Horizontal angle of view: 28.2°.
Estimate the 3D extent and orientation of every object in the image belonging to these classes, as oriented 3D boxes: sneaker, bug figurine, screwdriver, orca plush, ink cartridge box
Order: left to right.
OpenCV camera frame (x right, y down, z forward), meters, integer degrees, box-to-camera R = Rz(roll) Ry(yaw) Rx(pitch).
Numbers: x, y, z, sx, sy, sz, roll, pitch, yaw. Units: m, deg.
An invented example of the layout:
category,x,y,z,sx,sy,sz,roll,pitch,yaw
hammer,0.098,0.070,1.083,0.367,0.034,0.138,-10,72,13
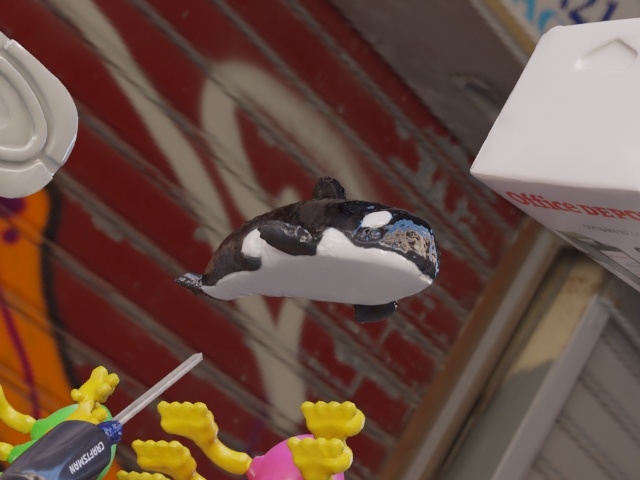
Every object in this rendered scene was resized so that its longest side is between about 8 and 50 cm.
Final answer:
category,x,y,z,sx,sy,sz,roll,pitch,yaw
sneaker,-0.222,-0.114,0.624,0.095,0.090,0.235,16,-35,57
bug figurine,-0.090,0.141,0.441,0.279,0.216,0.072,-1,-47,36
screwdriver,-0.069,0.066,0.465,0.025,0.024,0.170,41,17,9
orca plush,0.000,0.000,1.116,0.151,0.102,0.287,31,-26,-21
ink cartridge box,0.259,-0.016,0.791,0.273,0.115,0.198,32,-7,-21
